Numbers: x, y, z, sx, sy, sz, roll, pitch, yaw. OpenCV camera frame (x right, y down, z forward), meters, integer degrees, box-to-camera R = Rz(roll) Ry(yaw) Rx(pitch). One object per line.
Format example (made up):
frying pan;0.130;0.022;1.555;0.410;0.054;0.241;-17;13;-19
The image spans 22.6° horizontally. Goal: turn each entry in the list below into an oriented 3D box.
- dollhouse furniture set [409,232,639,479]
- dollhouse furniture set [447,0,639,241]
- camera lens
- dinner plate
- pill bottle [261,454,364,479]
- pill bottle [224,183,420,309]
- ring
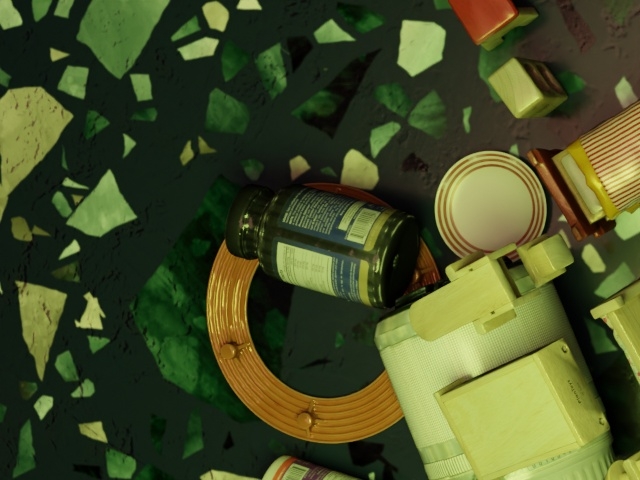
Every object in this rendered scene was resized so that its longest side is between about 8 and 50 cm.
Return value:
dollhouse furniture set;0.305;0.114;1.744;0.174;0.355;0.303;-32;84;50
dollhouse furniture set;0.295;-0.205;1.820;0.201;0.152;0.374;-35;80;22
camera lens;0.201;0.170;1.851;0.219;0.219;0.274;-24;84;23
dinner plate;0.208;-0.038;1.945;0.141;0.017;0.141;2;95;24
pill bottle;0.023;0.346;2.003;0.193;0.108;0.108;16;100;22
pill bottle;0.000;0.000;1.949;0.219;0.123;0.123;16;100;23
ring;-0.001;0.094;2.039;0.336;0.032;0.337;1;94;23
